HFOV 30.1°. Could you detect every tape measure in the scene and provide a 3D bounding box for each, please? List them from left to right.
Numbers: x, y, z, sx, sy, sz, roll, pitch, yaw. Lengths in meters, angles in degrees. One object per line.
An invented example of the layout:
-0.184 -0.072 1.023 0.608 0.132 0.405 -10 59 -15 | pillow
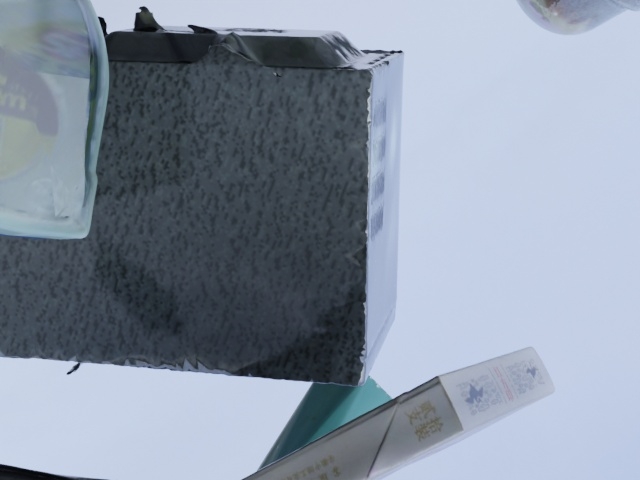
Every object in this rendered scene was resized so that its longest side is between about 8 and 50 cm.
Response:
-0.302 -0.132 0.972 0.138 0.259 0.262 12 -91 50 | tape measure

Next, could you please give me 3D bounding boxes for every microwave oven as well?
-0.142 -0.054 1.241 0.431 0.375 0.236 3 -167 11 | microwave oven

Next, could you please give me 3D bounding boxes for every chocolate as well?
0.288 -0.306 1.345 0.147 0.221 0.221 -40 -164 28 | chocolate

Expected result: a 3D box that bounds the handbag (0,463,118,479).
-0.331 0.332 1.302 0.246 0.223 0.080 8 -154 5 | handbag

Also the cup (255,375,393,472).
0.001 0.303 1.653 0.148 0.134 0.236 12 -124 40 | cup

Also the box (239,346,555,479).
0.003 0.196 0.992 0.365 0.051 0.204 -33 166 26 | box
